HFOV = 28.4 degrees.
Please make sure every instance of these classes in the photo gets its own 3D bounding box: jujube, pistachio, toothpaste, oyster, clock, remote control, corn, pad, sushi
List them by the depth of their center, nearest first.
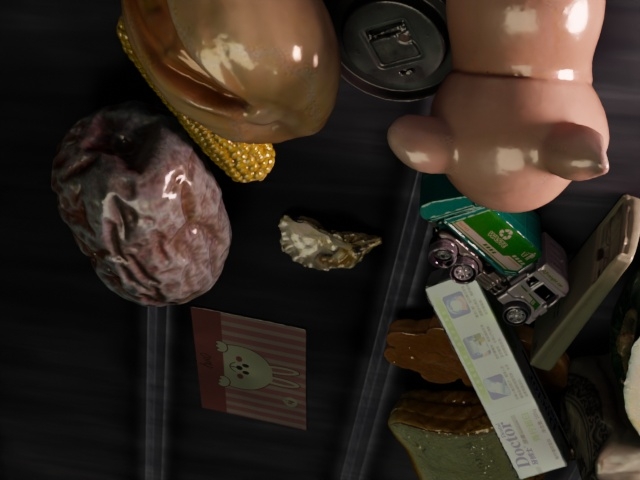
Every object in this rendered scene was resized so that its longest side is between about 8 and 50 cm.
[{"bbox_3d":[-0.098,-0.250,1.461,0.230,0.230,0.309,-35,87,43],"label":"pistachio"},{"bbox_3d":[0.092,-0.251,1.535,0.184,0.040,0.184,11,138,10],"label":"clock"},{"bbox_3d":[-0.161,-0.202,1.643,0.101,0.101,0.310,-12,134,31],"label":"corn"},{"bbox_3d":[0.363,0.061,1.724,0.038,0.123,0.285,21,138,-4],"label":"remote control"},{"bbox_3d":[-0.246,-0.043,1.774,0.226,0.226,0.317,5,143,16],"label":"jujube"},{"bbox_3d":[0.260,0.188,1.846,0.081,0.067,0.336,-22,105,22],"label":"toothpaste"},{"bbox_3d":[0.000,0.000,1.848,0.122,0.045,0.146,36,144,-24],"label":"oyster"},{"bbox_3d":[0.358,0.293,1.971,0.078,0.090,0.150,-10,149,20],"label":"sushi"},{"bbox_3d":[-0.120,0.224,2.176,0.202,0.005,0.299,11,139,9],"label":"pad"}]

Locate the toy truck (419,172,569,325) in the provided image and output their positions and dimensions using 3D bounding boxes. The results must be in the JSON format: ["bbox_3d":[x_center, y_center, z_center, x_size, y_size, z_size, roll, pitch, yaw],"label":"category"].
[{"bbox_3d":[0.231,0.001,1.717,0.253,0.114,0.124,38,125,-22],"label":"toy truck"}]

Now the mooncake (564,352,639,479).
[{"bbox_3d":[0.442,0.305,1.864,0.136,0.250,0.254,-14,128,8],"label":"mooncake"}]

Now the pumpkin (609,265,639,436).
[{"bbox_3d":[0.515,0.123,1.683,0.263,0.197,0.293,-1,130,2],"label":"pumpkin"}]

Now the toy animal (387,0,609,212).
[{"bbox_3d":[0.220,-0.189,1.382,0.237,0.269,0.326,9,136,19],"label":"toy animal"}]

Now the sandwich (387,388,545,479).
[{"bbox_3d":[0.240,0.337,2.078,0.226,0.087,0.251,3,144,26],"label":"sandwich"}]

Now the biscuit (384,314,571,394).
[{"bbox_3d":[0.243,0.178,1.955,0.289,0.044,0.202,10,145,12],"label":"biscuit"}]
